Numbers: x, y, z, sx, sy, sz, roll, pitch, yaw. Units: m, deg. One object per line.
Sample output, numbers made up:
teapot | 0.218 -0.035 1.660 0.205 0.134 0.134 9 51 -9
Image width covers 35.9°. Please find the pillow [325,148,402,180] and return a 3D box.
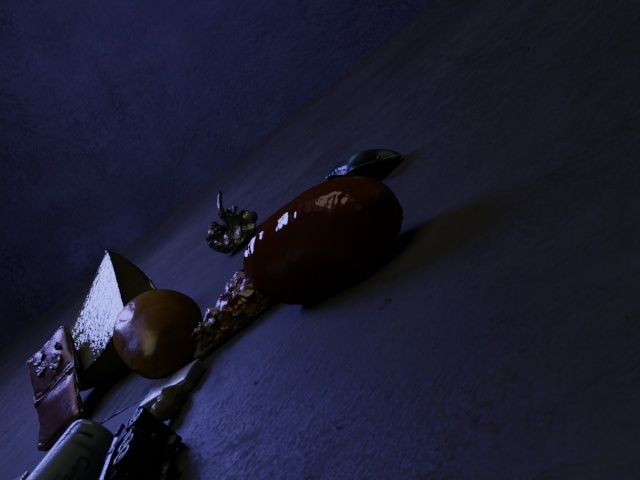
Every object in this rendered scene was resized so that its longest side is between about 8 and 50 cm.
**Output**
pillow | 0.071 -0.124 1.658 0.091 0.055 0.135 -43 14 -17

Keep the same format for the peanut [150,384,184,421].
peanut | -0.211 0.226 1.362 0.037 0.037 0.083 -38 11 16

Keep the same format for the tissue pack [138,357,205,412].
tissue pack | -0.218 0.215 1.444 0.108 0.023 0.056 -34 14 29

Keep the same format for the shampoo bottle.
shampoo bottle | -0.360 0.349 1.273 0.085 0.085 0.262 -31 16 40

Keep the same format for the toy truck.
toy truck | -0.216 0.273 1.147 0.088 0.074 0.202 -49 12 9

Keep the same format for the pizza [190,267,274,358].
pizza | -0.134 0.098 1.513 0.199 0.062 0.188 -46 11 -12

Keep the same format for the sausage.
sausage | -0.002 -0.002 1.294 0.258 0.133 0.133 -31 16 42

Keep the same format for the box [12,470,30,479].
box | -0.548 0.474 1.540 0.139 0.035 0.245 -32 15 37

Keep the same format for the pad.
pad | -0.314 0.244 1.682 0.265 0.009 0.159 -33 15 36

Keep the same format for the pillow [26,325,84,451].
pillow | -0.486 0.271 1.819 0.126 0.043 0.232 -47 40 19

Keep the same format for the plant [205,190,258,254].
plant | -0.192 -0.040 2.046 0.104 0.122 0.116 -16 18 39

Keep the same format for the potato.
potato | -0.423 0.192 1.923 0.255 0.112 0.269 -52 31 14

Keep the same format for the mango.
mango | -0.261 0.154 1.577 0.147 0.109 0.227 -9 23 -1
